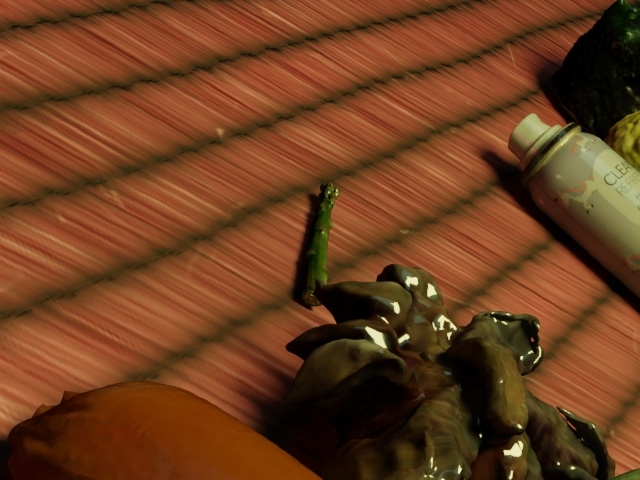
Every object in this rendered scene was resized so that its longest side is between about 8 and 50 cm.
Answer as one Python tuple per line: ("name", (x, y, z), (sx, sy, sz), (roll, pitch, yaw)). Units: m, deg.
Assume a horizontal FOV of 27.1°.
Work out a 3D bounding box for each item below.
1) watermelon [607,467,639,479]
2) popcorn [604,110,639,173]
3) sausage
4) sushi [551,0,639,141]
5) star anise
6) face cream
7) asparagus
("watermelon", (0.176, 0.174, 0.616), (0.121, 0.098, 0.158), (23, 55, -54))
("popcorn", (0.303, -0.066, 1.144), (0.120, 0.106, 0.116), (37, 20, 2))
("sausage", (0.015, 0.171, 0.527), (0.348, 0.094, 0.097), (42, 30, 12))
("sushi", (0.330, -0.155, 1.276), (0.225, 0.127, 0.124), (3, 43, -46))
("star anise", (0.077, 0.099, 0.681), (0.214, 0.099, 0.220), (24, 33, -31))
("face cream", (0.238, -0.012, 1.031), (0.229, 0.075, 0.075), (43, 31, 13))
("asparagus", (0.000, 0.000, 0.830), (0.127, 0.018, 0.015), (-83, 149, -57))
